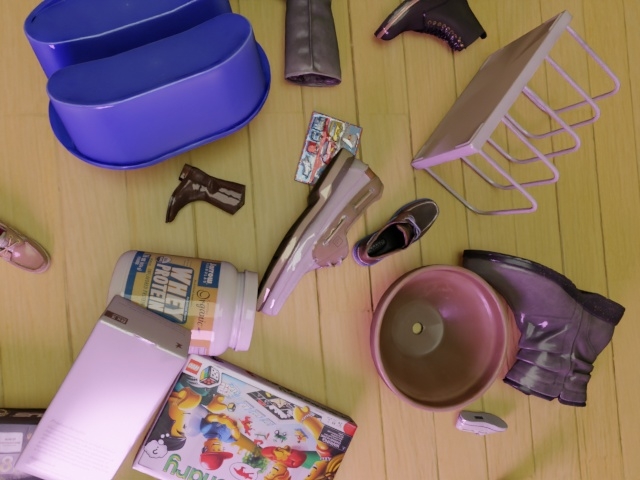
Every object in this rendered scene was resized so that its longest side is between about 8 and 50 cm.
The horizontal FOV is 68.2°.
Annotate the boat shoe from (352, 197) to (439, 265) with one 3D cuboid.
[{"bbox_3d":[0.143,-0.012,0.827,0.183,0.066,0.066,-37,96,-11],"label":"boat shoe"}]

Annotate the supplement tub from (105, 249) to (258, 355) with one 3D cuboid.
[{"bbox_3d":[-0.202,0.096,0.708,0.199,0.144,0.145,7,87,-12],"label":"supplement tub"}]

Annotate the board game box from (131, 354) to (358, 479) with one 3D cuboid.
[{"bbox_3d":[-0.115,0.325,0.767,0.305,0.053,0.193,27,83,-10],"label":"board game box"}]

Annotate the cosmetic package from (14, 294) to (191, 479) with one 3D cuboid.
[{"bbox_3d":[-0.273,0.200,0.607,0.117,0.085,0.231,32,97,-17],"label":"cosmetic package"}]

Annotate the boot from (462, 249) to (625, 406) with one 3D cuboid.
[{"bbox_3d":[0.379,0.165,0.855,0.338,0.118,0.223,24,89,-6],"label":"boot"}]

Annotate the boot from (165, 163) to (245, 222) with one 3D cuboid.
[{"bbox_3d":[-0.185,-0.060,0.775,0.114,0.037,0.107,22,86,-16],"label":"boot"}]

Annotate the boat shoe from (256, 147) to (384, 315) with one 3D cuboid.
[{"bbox_3d":[0.000,0.000,0.772,0.103,0.113,0.302,32,86,-11],"label":"boat shoe"}]

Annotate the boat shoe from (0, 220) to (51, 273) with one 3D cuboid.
[{"bbox_3d":[-0.470,0.003,0.702,0.135,0.045,0.050,35,82,-9],"label":"boat shoe"}]

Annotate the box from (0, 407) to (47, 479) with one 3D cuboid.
[{"bbox_3d":[-0.556,0.397,0.646,0.394,0.097,0.319,6,84,-13],"label":"box"}]

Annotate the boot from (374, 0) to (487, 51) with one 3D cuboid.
[{"bbox_3d":[0.207,-0.382,0.853,0.197,0.077,0.137,-38,101,-10],"label":"boot"}]

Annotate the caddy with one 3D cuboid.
[{"bbox_3d":[-0.241,-0.248,0.698,0.341,0.179,0.241,-24,70,-12],"label":"caddy"}]

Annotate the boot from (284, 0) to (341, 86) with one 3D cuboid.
[{"bbox_3d":[-0.051,-0.374,0.801,0.189,0.076,0.209,3,94,-10],"label":"boot"}]

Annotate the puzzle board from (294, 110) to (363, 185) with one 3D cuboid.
[{"bbox_3d":[0.016,-0.154,0.832,0.096,0.011,0.128,16,86,-11],"label":"puzzle board"}]

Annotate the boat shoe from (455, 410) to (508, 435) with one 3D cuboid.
[{"bbox_3d":[0.295,0.341,0.871,0.100,0.035,0.035,12,113,-16],"label":"boat shoe"}]

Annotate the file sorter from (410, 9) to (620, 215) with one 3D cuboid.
[{"bbox_3d":[0.334,-0.197,0.814,0.173,0.193,0.278,39,81,-12],"label":"file sorter"}]

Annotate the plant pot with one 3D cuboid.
[{"bbox_3d":[0.188,0.158,0.811,0.237,0.109,0.238,0,89,-12],"label":"plant pot"}]
